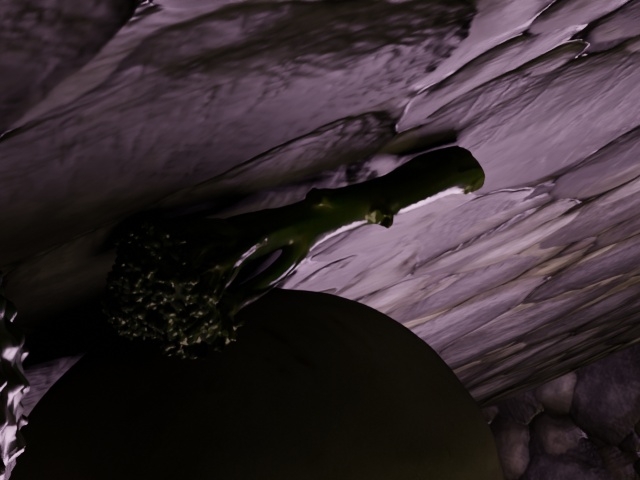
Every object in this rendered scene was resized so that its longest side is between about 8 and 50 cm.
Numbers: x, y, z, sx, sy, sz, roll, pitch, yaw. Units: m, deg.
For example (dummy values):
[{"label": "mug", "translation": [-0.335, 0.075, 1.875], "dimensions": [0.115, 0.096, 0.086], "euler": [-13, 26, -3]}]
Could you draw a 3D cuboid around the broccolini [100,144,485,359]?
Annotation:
[{"label": "broccolini", "translation": [0.001, -0.002, 0.759], "dimensions": [0.216, 0.067, 0.058], "euler": [-17, -156, -32]}]

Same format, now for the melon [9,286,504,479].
[{"label": "melon", "translation": [-0.037, 0.150, 0.883], "dimensions": [0.272, 0.271, 0.308], "euler": [-28, 179, 18]}]

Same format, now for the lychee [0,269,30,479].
[{"label": "lychee", "translation": [-0.148, 0.038, 0.417], "dimensions": [0.171, 0.171, 0.171], "euler": [-23, 168, -5]}]
